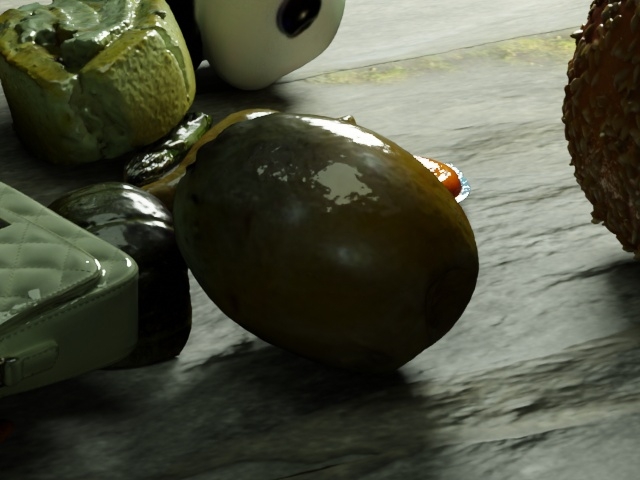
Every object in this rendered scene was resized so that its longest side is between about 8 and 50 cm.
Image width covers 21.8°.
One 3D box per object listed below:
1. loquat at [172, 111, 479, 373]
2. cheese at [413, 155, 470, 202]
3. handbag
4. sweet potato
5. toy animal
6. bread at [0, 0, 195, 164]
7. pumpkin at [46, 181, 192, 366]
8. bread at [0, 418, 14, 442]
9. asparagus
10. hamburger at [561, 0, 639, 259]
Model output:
[{"bbox_3d":[0.000,0.000,1.193,0.227,0.179,0.179,25,33,25],"label":"loquat"},{"bbox_3d":[0.036,-0.029,1.425,0.106,0.037,0.256,20,30,38],"label":"cheese"},{"bbox_3d":[-0.266,0.031,1.117,0.219,0.079,0.256,-19,33,-42],"label":"handbag"},{"bbox_3d":[-0.078,-0.079,1.505,0.249,0.059,0.069,-21,69,-36],"label":"sweet potato"},{"bbox_3d":[-0.103,-0.263,1.753,0.266,0.213,0.212,10,26,10],"label":"toy animal"},{"bbox_3d":[-0.211,-0.160,1.575,0.185,0.124,0.257,-15,22,-8],"label":"bread"},{"bbox_3d":[-0.163,0.010,1.260,0.119,0.108,0.183,-14,27,-18],"label":"pumpkin"},{"bbox_3d":[-0.334,0.122,1.039,0.268,0.095,0.139,4,23,-29],"label":"bread"},{"bbox_3d":[-0.144,-0.085,1.550,0.036,0.030,0.165,18,29,15],"label":"asparagus"},{"bbox_3d":[0.337,-0.107,1.336,0.225,0.291,0.291,-8,25,-31],"label":"hamburger"}]
